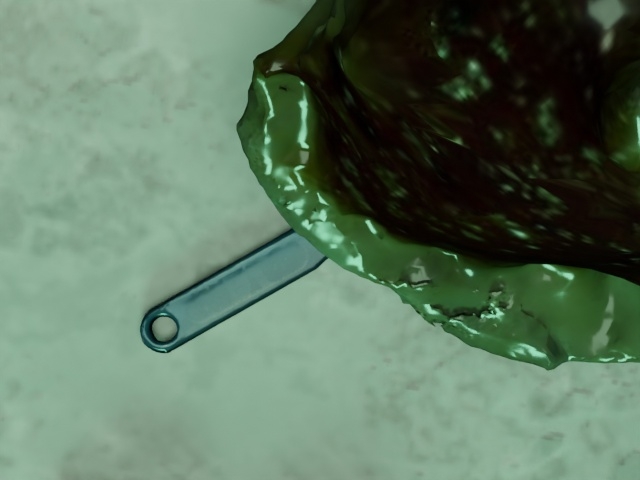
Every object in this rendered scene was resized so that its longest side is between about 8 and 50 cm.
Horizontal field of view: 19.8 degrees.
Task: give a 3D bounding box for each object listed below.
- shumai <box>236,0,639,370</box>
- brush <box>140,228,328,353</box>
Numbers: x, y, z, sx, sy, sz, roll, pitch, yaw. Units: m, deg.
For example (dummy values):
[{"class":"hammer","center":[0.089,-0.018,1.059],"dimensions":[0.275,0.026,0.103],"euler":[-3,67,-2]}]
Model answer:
[{"class":"shumai","center":[0.082,-0.107,0.638],"dimensions":[0.330,0.292,0.288],"euler":[44,125,-2]},{"class":"brush","center":[0.000,0.000,0.732],"dimensions":[0.164,0.014,0.051],"euler":[-30,98,3]}]
